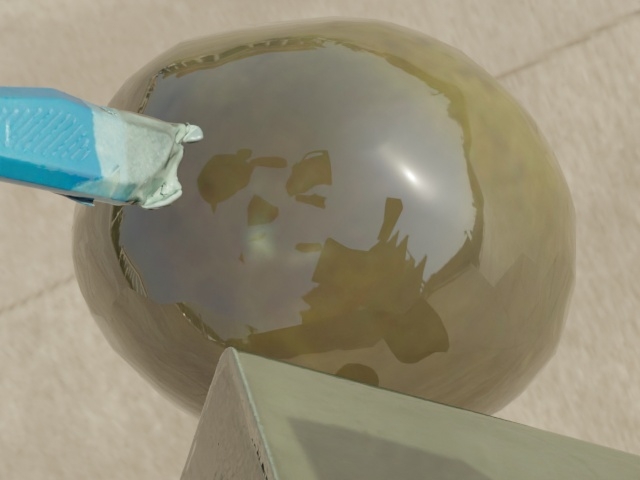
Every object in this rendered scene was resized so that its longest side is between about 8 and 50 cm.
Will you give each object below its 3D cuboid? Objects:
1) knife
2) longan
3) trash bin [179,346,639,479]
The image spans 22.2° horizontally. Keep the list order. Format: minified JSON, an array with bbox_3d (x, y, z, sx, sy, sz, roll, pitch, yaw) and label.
[{"bbox_3d":[-0.154,-0.048,0.594,0.026,0.297,0.044,-9,76,43],"label":"knife"},{"bbox_3d":[0.000,0.000,1.253,0.405,0.404,0.336,6,72,24],"label":"longan"},{"bbox_3d":[0.063,0.153,0.733,0.164,0.241,0.122,-118,44,-68],"label":"trash bin"}]
